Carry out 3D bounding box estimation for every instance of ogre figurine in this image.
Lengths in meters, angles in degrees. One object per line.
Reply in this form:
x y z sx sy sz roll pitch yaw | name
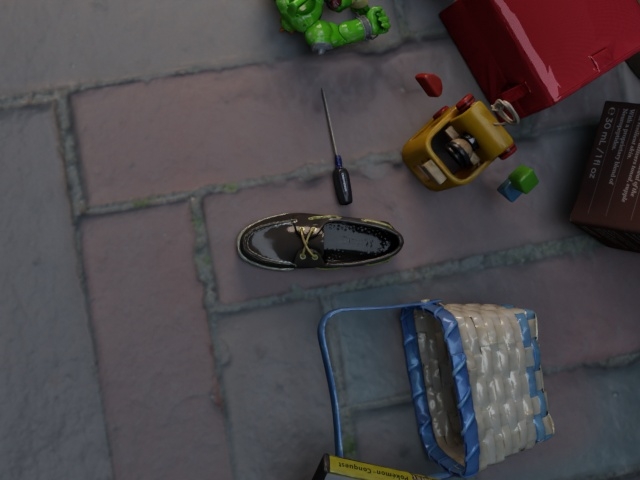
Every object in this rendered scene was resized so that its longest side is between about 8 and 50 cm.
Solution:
-0.008 -0.338 1.537 0.118 0.097 0.197 -41 108 -23 | ogre figurine

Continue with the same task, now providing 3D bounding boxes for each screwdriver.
0.023 -0.133 1.572 0.025 0.024 0.170 -8 87 17 | screwdriver

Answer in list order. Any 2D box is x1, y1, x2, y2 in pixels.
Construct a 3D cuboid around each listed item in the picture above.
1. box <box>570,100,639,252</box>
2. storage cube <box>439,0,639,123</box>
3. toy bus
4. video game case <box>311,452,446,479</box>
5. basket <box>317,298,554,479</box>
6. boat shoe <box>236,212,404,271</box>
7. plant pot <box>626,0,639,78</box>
0.548 -0.064 1.502 0.143 0.381 0.191 25 80 -48 | box
0.311 -0.298 1.559 0.215 0.183 0.193 -31 94 -12 | storage cube
0.184 -0.123 1.525 0.104 0.191 0.202 -43 141 -10 | toy bus
0.079 0.408 1.471 0.248 0.035 0.275 14 123 -12 | video game case
0.149 0.202 1.491 0.289 0.201 0.255 -7 92 -18 | basket
0.000 0.000 1.535 0.228 0.069 0.081 -2 88 -13 | boat shoe
0.616 -0.368 1.583 0.323 0.280 0.323 1 86 -13 | plant pot
